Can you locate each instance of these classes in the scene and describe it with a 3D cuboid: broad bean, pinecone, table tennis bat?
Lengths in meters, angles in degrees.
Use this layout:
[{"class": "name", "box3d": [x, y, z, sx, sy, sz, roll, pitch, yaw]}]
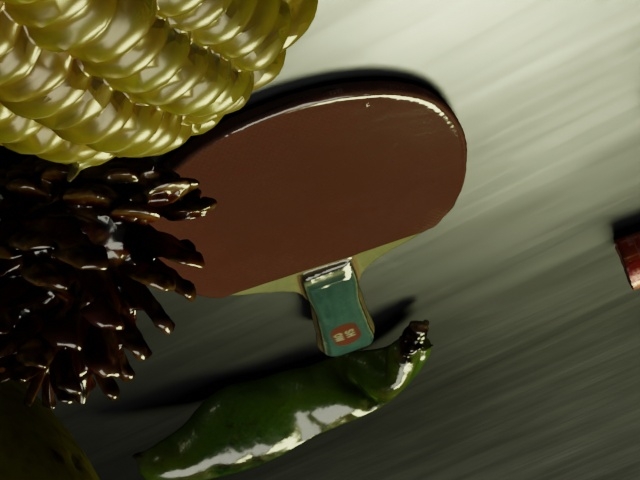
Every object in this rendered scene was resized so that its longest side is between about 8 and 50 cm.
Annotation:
[{"class": "broad bean", "box3d": [-0.016, 0.100, 0.913, 0.195, 0.046, 0.061, -26, 144, 5]}, {"class": "pinecone", "box3d": [-0.098, 0.009, 0.590, 0.109, 0.102, 0.102, -59, 148, 4]}, {"class": "table tennis bat", "box3d": [0.000, 0.000, 0.738, 0.154, 0.021, 0.274, -18, 155, -1]}]

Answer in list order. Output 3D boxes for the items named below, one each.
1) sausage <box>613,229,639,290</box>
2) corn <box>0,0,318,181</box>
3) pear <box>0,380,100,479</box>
[{"class": "sausage", "box3d": [0.238, -0.008, 0.878, 0.129, 0.034, 0.034, -22, 157, 6]}, {"class": "corn", "box3d": [-0.100, -0.118, 0.275, 0.131, 0.131, 0.344, -23, 155, 11]}, {"class": "pear", "box3d": [-0.211, 0.160, 0.616, 0.294, 0.294, 0.294, -16, 157, -7]}]
